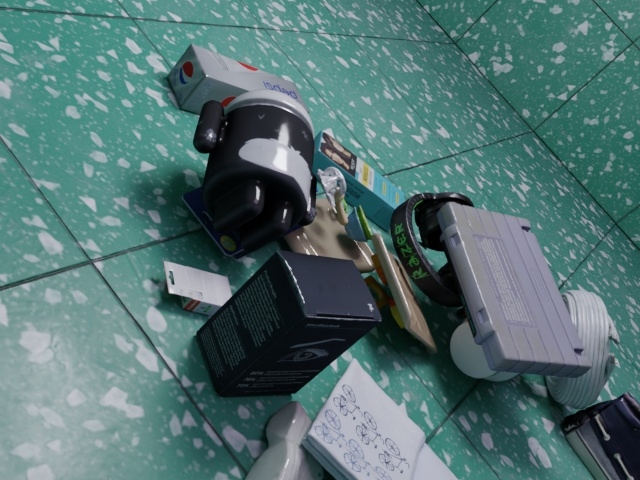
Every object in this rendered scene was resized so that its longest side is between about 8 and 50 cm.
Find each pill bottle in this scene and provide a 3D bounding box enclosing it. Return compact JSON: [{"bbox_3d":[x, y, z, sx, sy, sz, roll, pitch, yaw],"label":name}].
[{"bbox_3d":[0.373,0.202,1.573,0.272,0.152,0.152,-5,56,-54],"label":"pill bottle"}]

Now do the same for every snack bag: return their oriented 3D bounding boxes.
[{"bbox_3d":[0.129,0.346,1.124,0.342,0.037,0.323,48,15,3],"label":"snack bag"}]

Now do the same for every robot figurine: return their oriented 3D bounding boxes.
[{"bbox_3d":[-0.100,-0.118,1.259,0.174,0.209,0.278,0,51,6],"label":"robot figurine"}]

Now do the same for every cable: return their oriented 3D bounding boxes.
[{"bbox_3d":[0.552,0.236,1.680,0.089,0.257,0.257,7,33,2],"label":"cable"}]

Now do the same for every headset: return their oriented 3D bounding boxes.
[{"bbox_3d":[0.275,0.030,1.654,0.394,0.185,0.243,-1,63,-47],"label":"headset"}]

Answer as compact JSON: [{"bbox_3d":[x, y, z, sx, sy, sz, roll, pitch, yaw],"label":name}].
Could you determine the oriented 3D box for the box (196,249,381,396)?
[{"bbox_3d":[-0.046,0.120,1.076,0.153,0.207,0.108,11,45,-46],"label":"box"}]

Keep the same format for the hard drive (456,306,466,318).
[{"bbox_3d":[0.371,0.124,1.683,0.094,0.135,0.022,-2,59,-53],"label":"hard drive"}]

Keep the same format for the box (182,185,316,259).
[{"bbox_3d":[-0.125,-0.053,1.335,0.225,0.036,0.136,-27,75,-45],"label":"box"}]

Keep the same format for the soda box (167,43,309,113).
[{"bbox_3d":[-0.161,-0.297,1.571,0.286,0.091,0.098,10,44,-47],"label":"soda box"}]

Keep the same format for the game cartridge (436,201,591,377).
[{"bbox_3d":[0.360,0.092,1.487,0.230,0.068,0.354,7,50,-26],"label":"game cartridge"}]

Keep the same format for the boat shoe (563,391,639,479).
[{"bbox_3d":[0.666,0.477,1.597,0.340,0.158,0.127,53,30,14],"label":"boat shoe"}]

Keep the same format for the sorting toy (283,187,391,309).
[{"bbox_3d":[0.000,0.000,1.457,0.196,0.047,0.347,-7,58,-51],"label":"sorting toy"}]

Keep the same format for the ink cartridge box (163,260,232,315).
[{"bbox_3d":[-0.184,0.073,1.141,0.115,0.029,0.062,18,40,-38],"label":"ink cartridge box"}]

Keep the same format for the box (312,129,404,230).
[{"bbox_3d":[0.075,-0.131,1.700,0.244,0.060,0.100,36,30,-18],"label":"box"}]

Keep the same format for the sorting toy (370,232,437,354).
[{"bbox_3d":[0.151,0.105,1.449,0.208,0.038,0.192,49,19,-58],"label":"sorting toy"}]

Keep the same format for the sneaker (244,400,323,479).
[{"bbox_3d":[-0.036,0.303,1.005,0.094,0.080,0.212,52,26,-13],"label":"sneaker"}]

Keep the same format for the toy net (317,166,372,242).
[{"bbox_3d":[0.041,-0.083,1.410,0.232,0.045,0.122,58,15,-60],"label":"toy net"}]
